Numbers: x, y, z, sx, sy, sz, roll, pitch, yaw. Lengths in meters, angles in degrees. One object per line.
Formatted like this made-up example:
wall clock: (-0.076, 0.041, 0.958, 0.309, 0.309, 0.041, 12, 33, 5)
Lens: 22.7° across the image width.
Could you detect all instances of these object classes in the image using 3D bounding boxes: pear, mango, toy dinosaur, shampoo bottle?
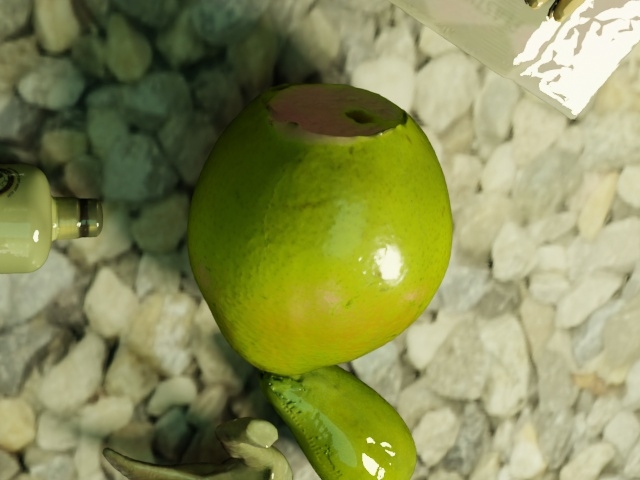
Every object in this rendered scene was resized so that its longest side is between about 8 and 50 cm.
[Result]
pear: (0.000, 0.000, 1.124, 0.188, 0.187, 0.219, -3, 119, -11)
mango: (0.016, 0.144, 1.251, 0.074, 0.091, 0.165, -33, 121, 19)
toy dinosaur: (-0.025, 0.225, 1.253, 0.294, 0.162, 0.077, 43, 63, -22)
shampoo bottle: (-0.234, -0.015, 1.119, 0.162, 0.079, 0.079, 0, 117, -12)

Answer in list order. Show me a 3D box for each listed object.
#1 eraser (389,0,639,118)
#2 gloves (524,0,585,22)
eraser: (0.079, -0.267, 1.056, 0.397, 0.082, 0.213, 29, 108, -24)
gloves: (0.159, -0.217, 0.999, 0.094, 0.110, 0.144, -16, 131, -55)
